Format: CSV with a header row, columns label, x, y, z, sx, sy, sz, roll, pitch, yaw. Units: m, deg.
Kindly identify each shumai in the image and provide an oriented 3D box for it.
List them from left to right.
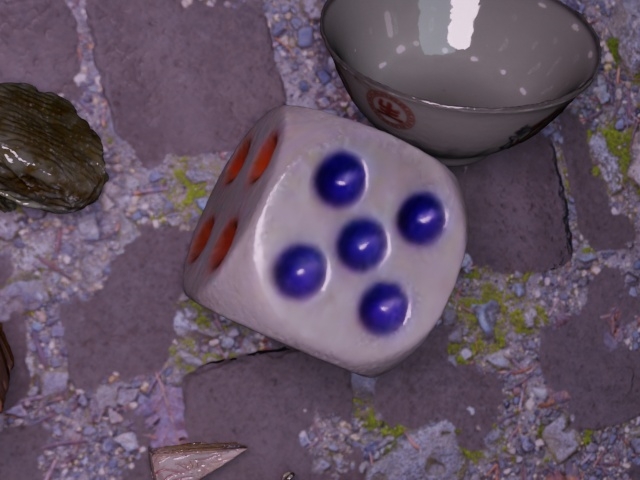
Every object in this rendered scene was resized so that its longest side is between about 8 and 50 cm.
label,x,y,z,sx,sy,sz,roll,pitch,yaw
shumai,-0.341,-0.078,0.935,0.184,0.184,0.142,34,117,-14

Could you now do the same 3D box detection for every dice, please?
label,x,y,z,sx,sy,sz,roll,pitch,yaw
dice,0.000,0.000,0.977,0.243,0.259,0.251,26,84,-17

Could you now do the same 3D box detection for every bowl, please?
label,x,y,z,sx,sy,sz,roll,pitch,yaw
bowl,0.160,-0.197,1.043,0.337,0.337,0.157,-10,135,-16

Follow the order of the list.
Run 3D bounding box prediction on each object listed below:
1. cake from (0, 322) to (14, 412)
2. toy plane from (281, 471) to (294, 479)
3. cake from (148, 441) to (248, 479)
label,x,y,z,sx,sy,sz,roll,pitch,yaw
cake,-0.437,0.109,0.837,0.196,0.293,0.198,-22,102,-15
toy plane,-0.128,0.408,1.047,0.286,0.092,0.108,-38,76,-10
cake,-0.151,0.281,1.049,0.121,0.052,0.065,-6,88,-17
